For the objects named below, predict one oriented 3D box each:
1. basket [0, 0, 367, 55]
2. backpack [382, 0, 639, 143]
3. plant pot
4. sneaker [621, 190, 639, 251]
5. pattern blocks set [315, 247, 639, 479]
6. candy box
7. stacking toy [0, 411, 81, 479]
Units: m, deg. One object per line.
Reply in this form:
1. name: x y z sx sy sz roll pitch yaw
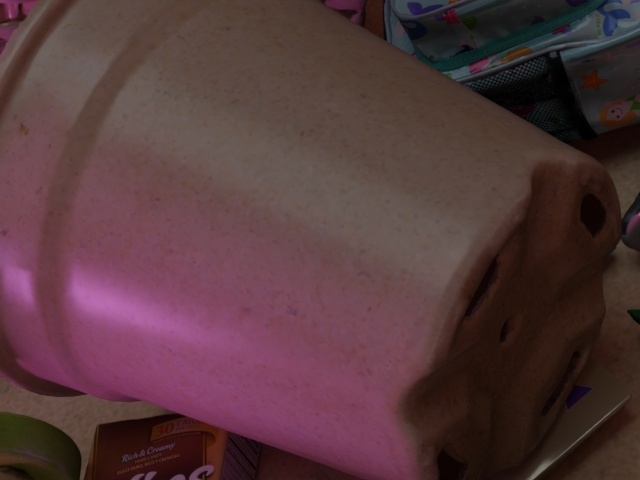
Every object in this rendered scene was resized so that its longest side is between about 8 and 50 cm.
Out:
1. basket: -0.133 -0.251 1.377 0.331 0.328 0.266 -10 50 -12
2. backpack: 0.168 -0.181 1.307 0.254 0.191 0.225 -11 47 14
3. plant pot: 0.000 0.000 1.126 0.305 0.334 0.334 24 67 30
4. sneaker: 0.235 -0.038 1.241 0.119 0.047 0.057 -43 37 -21
5. pattern blocks set: 0.094 0.124 1.183 0.325 0.026 0.285 -34 45 0
6. candy box: -0.110 0.204 1.213 0.109 0.053 0.186 -10 47 23
7. stacking toy: -0.312 0.186 1.174 0.280 0.309 0.130 -15 55 14
